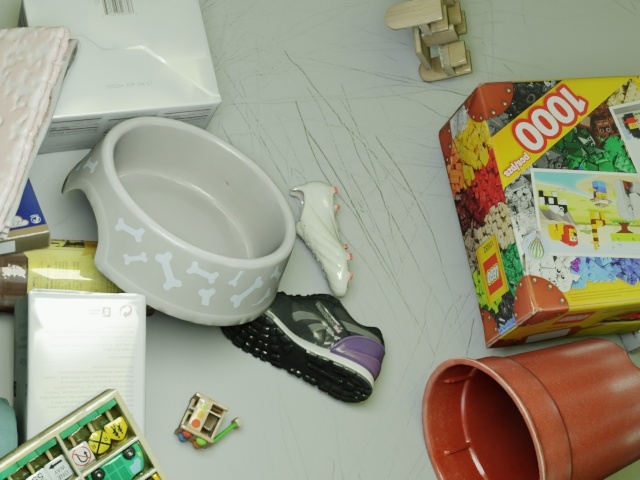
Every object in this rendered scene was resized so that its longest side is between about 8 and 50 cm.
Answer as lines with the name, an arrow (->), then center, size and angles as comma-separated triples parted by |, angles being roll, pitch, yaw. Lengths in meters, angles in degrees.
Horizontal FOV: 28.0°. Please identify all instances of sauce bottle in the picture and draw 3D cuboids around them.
sauce bottle -> -0.403, 0.050, 1.809 | 0.344, 0.111, 0.111 | 4, 70, -19

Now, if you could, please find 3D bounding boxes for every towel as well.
towel -> -0.507, -0.146, 1.778 | 0.317, 0.053, 0.332 | 1, 63, 29

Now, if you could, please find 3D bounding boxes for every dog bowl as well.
dog bowl -> -0.188, -0.041, 1.822 | 0.348, 0.102, 0.349 | 26, 31, -17

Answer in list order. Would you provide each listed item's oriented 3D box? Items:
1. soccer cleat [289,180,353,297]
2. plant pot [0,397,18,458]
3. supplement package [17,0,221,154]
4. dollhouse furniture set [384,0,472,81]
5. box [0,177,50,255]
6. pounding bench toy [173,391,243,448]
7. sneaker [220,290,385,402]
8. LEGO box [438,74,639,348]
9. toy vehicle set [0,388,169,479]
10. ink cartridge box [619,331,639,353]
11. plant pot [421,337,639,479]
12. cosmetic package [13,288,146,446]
soccer cleat -> 0.000, 0.000, 1.991 | 0.076, 0.068, 0.196 | -5, 66, -15
plant pot -> -0.565, 0.295, 1.567 | 0.334, 0.341, 0.341 | 12, 68, -22
supplement package -> -0.309, -0.259, 1.931 | 0.261, 0.145, 0.204 | -8, 74, -21
dollhouse furniture set -> 0.137, -0.399, 2.108 | 0.161, 0.212, 0.242 | -10, 71, 17
box -> -0.477, -0.064, 1.811 | 0.136, 0.036, 0.225 | -12, 45, -21
pounding bench toy -> -0.159, 0.269, 1.846 | 0.083, 0.052, 0.065 | 28, 65, -8
sneaker -> -0.033, 0.125, 1.928 | 0.283, 0.107, 0.124 | 32, 50, -9
LEGO box -> 0.476, -0.055, 2.024 | 0.500, 0.193, 0.373 | -6, 71, -19
toy vehicle set -> -0.315, 0.316, 1.514 | 0.267, 0.035, 0.166 | -33, 100, -25
ink cartridge box -> 0.595, -0.012, 2.188 | 0.324, 0.071, 0.330 | -19, 80, -23
plant pot -> 0.337, 0.274, 1.910 | 0.265, 0.272, 0.272 | -14, 76, -31
cosmetic package -> -0.317, 0.262, 1.667 | 0.156, 0.217, 0.385 | 3, 83, -18
